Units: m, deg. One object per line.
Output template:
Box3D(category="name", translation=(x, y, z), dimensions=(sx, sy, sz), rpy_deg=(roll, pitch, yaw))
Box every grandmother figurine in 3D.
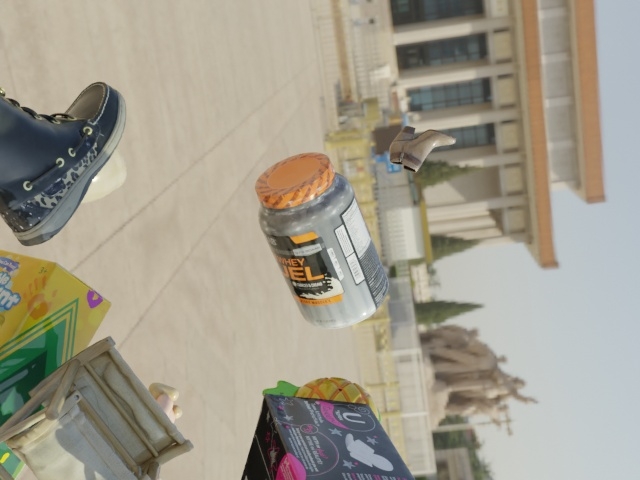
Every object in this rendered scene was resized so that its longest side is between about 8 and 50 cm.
Box3D(category="grandmother figurine", translation=(-0.395, 0.496, 1.824), dimensions=(0.342, 0.104, 0.207), rpy_deg=(-80, 161, -56))

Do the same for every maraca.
Box3D(category="maraca", translation=(0.001, 0.259, 1.228), dimensions=(0.127, 0.186, 0.099), rpy_deg=(-90, -169, -63))

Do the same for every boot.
Box3D(category="boot", translation=(-0.318, -0.134, 0.881), dimensions=(0.178, 0.085, 0.236), rpy_deg=(52, 42, -39))
Box3D(category="boot", translation=(0.193, -0.172, 1.552), dimensions=(0.042, 0.119, 0.086), rpy_deg=(62, 44, -66))

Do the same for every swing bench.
Box3D(category="swing bench", translation=(-0.370, 0.339, 1.314), dimensions=(0.253, 0.165, 0.254), rpy_deg=(56, 17, -12))

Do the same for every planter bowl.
Box3D(category="planter bowl", translation=(-0.444, -0.129, 1.431), dimensions=(0.109, 0.162, 0.162), rpy_deg=(-50, 143, -38))

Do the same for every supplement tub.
Box3D(category="supplement tub", translation=(0.000, 0.000, 1.565), dimensions=(0.193, 0.194, 0.316), rpy_deg=(-88, 158, -59))

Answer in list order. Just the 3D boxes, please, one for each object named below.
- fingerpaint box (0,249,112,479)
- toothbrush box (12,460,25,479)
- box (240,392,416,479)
Box3D(category="fingerpaint box", translation=(-0.666, 0.200, 1.502), dimensions=(0.163, 0.445, 0.371), rpy_deg=(49, 60, -45))
Box3D(category="toothbrush box", translation=(-0.827, 0.471, 1.849), dimensions=(0.283, 0.122, 0.206), rpy_deg=(42, 28, -16))
Box3D(category="box", translation=(0.011, 0.299, 0.861), dimensions=(0.247, 0.142, 0.163), rpy_deg=(-128, -129, -65))
